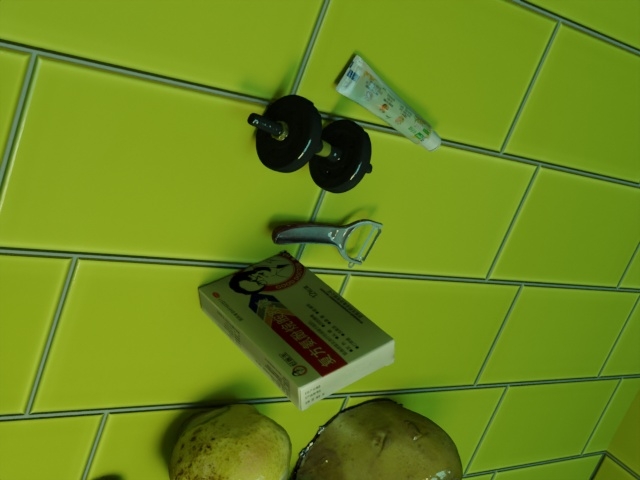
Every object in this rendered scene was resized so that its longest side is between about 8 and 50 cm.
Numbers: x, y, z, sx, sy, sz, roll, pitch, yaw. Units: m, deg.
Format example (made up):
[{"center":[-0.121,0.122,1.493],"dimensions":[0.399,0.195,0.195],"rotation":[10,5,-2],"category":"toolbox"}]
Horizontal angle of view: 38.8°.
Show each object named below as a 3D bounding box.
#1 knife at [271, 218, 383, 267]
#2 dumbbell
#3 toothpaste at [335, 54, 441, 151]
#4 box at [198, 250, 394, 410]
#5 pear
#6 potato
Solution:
[{"center":[-0.001,-0.001,1.875],"dimensions":[0.278,0.053,0.123],"rotation":[5,118,-42],"category":"knife"},{"center":[-0.011,-0.176,1.682],"dimensions":[0.325,0.143,0.143],"rotation":[18,104,-46],"category":"dumbbell"},{"center":[0.146,-0.262,1.831],"dimensions":[0.056,0.058,0.314],"rotation":[-21,145,33],"category":"toothpaste"},{"center":[-0.051,0.158,1.715],"dimensions":[0.214,0.353,0.069],"rotation":[-23,129,-28],"category":"box"},{"center":[-0.180,0.472,1.894],"dimensions":[0.271,0.271,0.271],"rotation":[-22,130,-29],"category":"pear"},{"center":[0.149,0.586,2.219],"dimensions":[0.397,0.296,0.290],"rotation":[-36,130,-20],"category":"potato"}]
